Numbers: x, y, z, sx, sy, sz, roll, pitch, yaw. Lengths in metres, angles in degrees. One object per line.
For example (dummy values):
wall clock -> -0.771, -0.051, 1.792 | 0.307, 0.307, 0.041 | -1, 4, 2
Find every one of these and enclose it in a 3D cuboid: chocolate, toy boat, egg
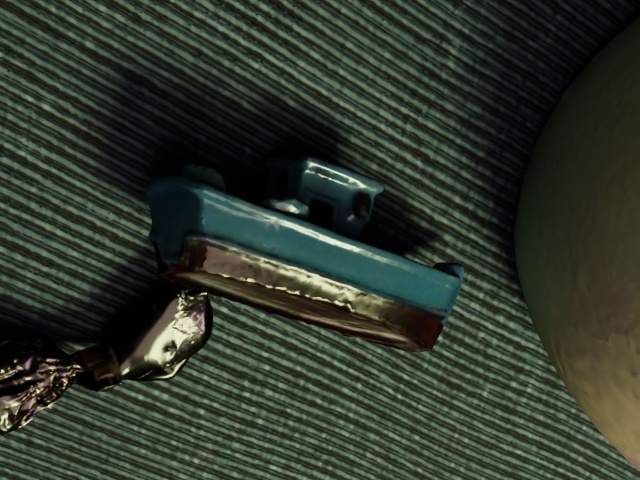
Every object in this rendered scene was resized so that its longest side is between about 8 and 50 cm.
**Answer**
chocolate -> -0.134, 0.073, 0.813 | 0.147, 0.070, 0.072 | -13, 152, -10
toy boat -> 0.000, 0.000, 0.802 | 0.223, 0.100, 0.097 | 19, 78, -34
egg -> 0.327, 0.041, 0.781 | 0.354, 0.340, 0.354 | -8, 122, -13
